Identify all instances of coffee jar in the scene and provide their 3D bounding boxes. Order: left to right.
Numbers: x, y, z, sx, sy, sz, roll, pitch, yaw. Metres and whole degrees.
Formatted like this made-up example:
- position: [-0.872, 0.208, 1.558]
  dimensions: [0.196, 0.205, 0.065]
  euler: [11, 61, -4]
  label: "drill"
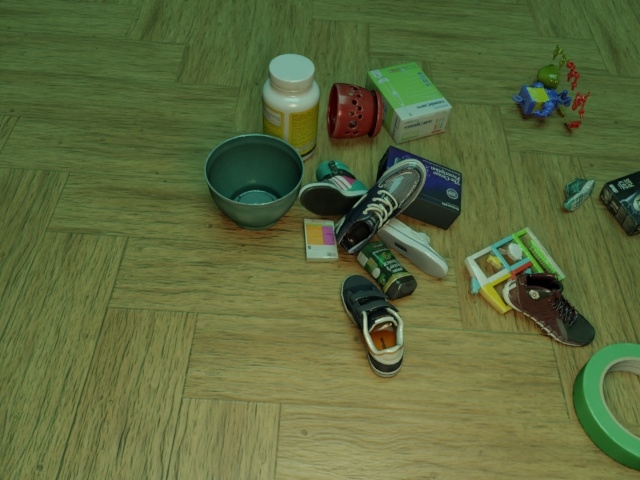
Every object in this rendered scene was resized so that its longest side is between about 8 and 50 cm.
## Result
- position: [0.194, 0.089, 1.743]
  dimensions: [0.096, 0.079, 0.184]
  euler: [-11, 51, -41]
  label: "coffee jar"

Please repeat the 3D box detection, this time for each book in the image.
- position: [0.000, 0.000, 1.835]
  dimensions: [0.096, 0.035, 0.144]
  euler: [1, 52, -8]
  label: "book"

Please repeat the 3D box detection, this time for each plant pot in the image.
- position: [-0.200, -0.154, 1.834]
  dimensions: [0.293, 0.196, 0.293]
  euler: [2, 51, -3]
  label: "plant pot"
- position: [0.122, -0.451, 2.097]
  dimensions: [0.174, 0.191, 0.191]
  euler: [-1, 52, -11]
  label: "plant pot"

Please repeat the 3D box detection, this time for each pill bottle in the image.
- position: [-0.098, -0.430, 1.970]
  dimensions: [0.188, 0.334, 0.188]
  euler: [2, 52, -3]
  label: "pill bottle"

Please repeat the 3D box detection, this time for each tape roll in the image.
- position: [0.822, 0.423, 1.539]
  dimensions: [0.321, 0.077, 0.321]
  euler: [2, 51, -3]
  label: "tape roll"

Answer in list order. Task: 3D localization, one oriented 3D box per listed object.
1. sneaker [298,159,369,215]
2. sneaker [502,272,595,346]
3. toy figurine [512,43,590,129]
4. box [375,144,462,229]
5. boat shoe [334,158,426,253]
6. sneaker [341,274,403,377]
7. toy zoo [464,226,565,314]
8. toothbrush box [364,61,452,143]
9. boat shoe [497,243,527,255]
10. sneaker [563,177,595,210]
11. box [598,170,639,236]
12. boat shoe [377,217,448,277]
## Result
- position: [0.021, -0.175, 1.875]
  dimensions: [0.295, 0.124, 0.178]
  euler: [4, 38, -44]
  label: "sneaker"
- position: [0.650, 0.182, 1.640]
  dimensions: [0.281, 0.162, 0.106]
  euler: [30, 61, 5]
  label: "sneaker"
- position: [0.826, -0.571, 2.253]
  dimensions: [0.217, 0.191, 0.362]
  euler: [-5, 51, -2]
  label: "toy figurine"
- position: [0.311, -0.168, 1.907]
  dimensions: [0.261, 0.103, 0.184]
  euler: [19, 54, -9]
  label: "box"
- position: [0.177, -0.091, 1.738]
  dimensions: [0.127, 0.340, 0.158]
  euler: [41, 15, -9]
  label: "boat shoe"
- position: [0.148, 0.202, 1.631]
  dimensions: [0.126, 0.127, 0.321]
  euler: [-14, 53, -13]
  label: "sneaker"
- position: [0.560, 0.094, 1.777]
  dimensions: [0.293, 0.030, 0.192]
  euler: [-25, 71, -21]
  label: "toy zoo"
- position: [0.313, -0.509, 2.198]
  dimensions: [0.206, 0.122, 0.283]
  euler: [-17, 55, -17]
  label: "toothbrush box"
- position: [0.596, 0.026, 1.857]
  dimensions: [0.100, 0.035, 0.035]
  euler: [1, 52, -3]
  label: "boat shoe"
- position: [0.850, -0.158, 2.014]
  dimensions: [0.076, 0.065, 0.166]
  euler: [28, 50, 37]
  label: "sneaker"
- position: [1.034, -0.124, 1.960]
  dimensions: [0.147, 0.077, 0.180]
  euler: [-19, 58, -4]
  label: "box"
- position: [0.290, 0.011, 1.808]
  dimensions: [0.258, 0.095, 0.084]
  euler: [38, 63, 22]
  label: "boat shoe"
